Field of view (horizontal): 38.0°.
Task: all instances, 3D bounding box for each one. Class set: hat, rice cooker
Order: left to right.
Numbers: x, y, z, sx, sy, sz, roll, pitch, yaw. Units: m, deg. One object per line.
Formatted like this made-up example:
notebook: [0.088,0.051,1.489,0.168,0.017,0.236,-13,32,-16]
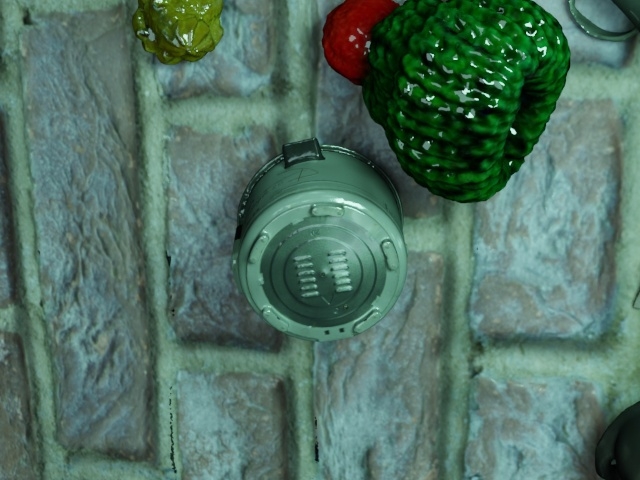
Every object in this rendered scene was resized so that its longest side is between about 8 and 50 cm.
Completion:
rice cooker: [0.000,0.000,1.290,0.241,0.227,0.280,-13,115,6]
hat: [0.127,-0.217,1.189,0.332,0.242,0.274,34,130,25]

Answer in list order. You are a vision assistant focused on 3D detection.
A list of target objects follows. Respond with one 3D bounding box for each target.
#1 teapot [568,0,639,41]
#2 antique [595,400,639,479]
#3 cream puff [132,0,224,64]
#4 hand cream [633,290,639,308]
teapot: [0.381,-0.344,1.119,0.149,0.162,0.239,40,143,15]
antique: [0.525,0.315,1.215,0.322,0.185,0.255,1,106,23]
cream puff: [-0.214,-0.318,1.340,0.146,0.116,0.146,5,109,16]
hand cream: [0.477,0.017,1.228,0.087,0.054,0.186,13,115,20]
